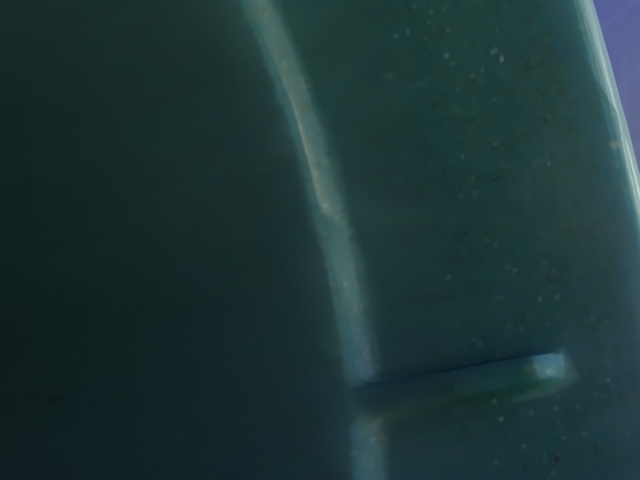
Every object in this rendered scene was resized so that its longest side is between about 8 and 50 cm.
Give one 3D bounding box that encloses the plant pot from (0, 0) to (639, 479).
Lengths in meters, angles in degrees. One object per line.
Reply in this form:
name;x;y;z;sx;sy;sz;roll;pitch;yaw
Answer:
plant pot;-0.126;0.023;0.251;0.334;0.341;0.341;-16;-123;24
